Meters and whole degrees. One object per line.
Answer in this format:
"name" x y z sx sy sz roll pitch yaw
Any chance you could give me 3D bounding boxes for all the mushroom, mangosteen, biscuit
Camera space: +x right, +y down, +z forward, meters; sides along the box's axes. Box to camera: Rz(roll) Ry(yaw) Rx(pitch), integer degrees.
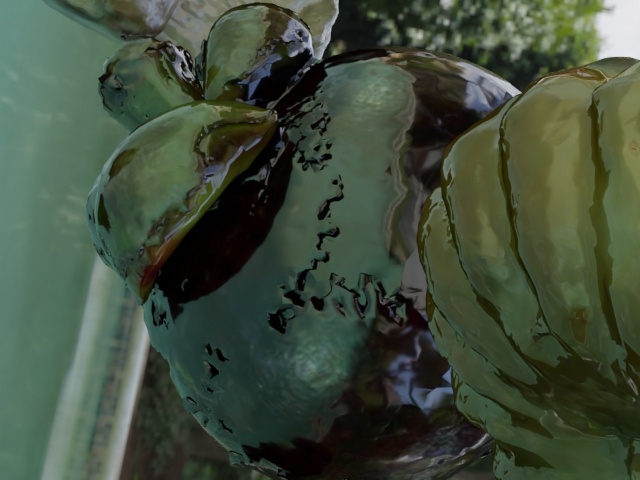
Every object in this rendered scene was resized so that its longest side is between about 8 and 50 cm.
"mushroom" -0.091 -0.356 1.305 0.224 0.314 0.397 28 -89 58
"mangosteen" 0.020 0.002 0.966 0.381 0.421 0.381 -29 -153 17
"biscuit" 0.163 0.076 0.486 0.107 0.326 0.325 -44 170 -23
